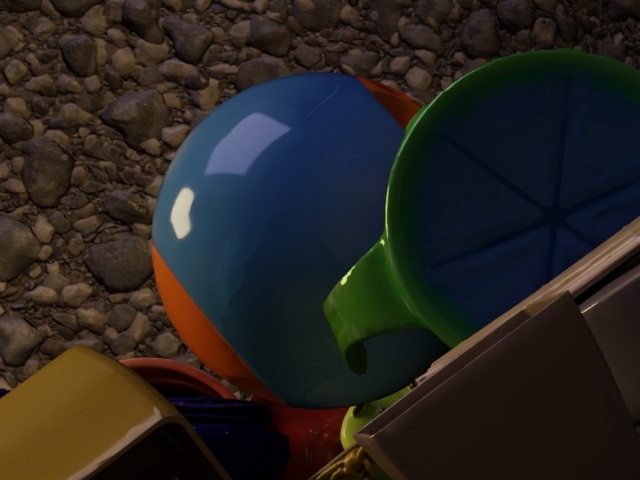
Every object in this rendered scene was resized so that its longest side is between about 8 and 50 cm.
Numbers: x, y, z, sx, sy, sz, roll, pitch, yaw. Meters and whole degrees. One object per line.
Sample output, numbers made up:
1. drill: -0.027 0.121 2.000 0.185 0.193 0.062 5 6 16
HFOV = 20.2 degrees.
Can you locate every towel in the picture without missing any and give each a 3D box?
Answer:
1. towel: -0.206 0.172 1.552 0.308 0.076 0.227 8 -13 -31

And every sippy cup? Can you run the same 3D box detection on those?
1. sippy cup: 0.167 0.004 1.307 0.224 0.305 0.240 66 -144 -77

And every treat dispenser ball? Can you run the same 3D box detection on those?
1. treat dispenser ball: 0.000 0.000 1.528 0.288 0.288 0.288 -36 -3 -2

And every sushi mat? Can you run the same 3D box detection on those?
1. sushi mat: 0.193 -0.005 1.096 0.316 0.019 0.151 -37 -4 5

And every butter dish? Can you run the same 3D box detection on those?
1. butter dish: 0.011 0.206 1.764 0.160 0.118 0.160 -23 -51 -42

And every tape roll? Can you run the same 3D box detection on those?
1. tape roll: 0.234 0.017 1.039 0.219 0.072 0.219 -36 -2 -2

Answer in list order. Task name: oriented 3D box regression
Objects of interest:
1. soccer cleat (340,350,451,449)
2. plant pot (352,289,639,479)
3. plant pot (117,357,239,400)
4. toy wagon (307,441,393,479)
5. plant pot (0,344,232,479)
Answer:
1. soccer cleat: 0.129 0.143 1.765 0.289 0.093 0.121 -38 -25 -32
2. plant pot: 0.089 0.096 0.822 0.109 0.096 0.109 -36 -2 -6
3. plant pot: -0.178 0.283 2.080 0.272 0.272 0.265 -36 -11 -1
4. toy wagon: 0.056 0.180 1.481 0.267 0.068 0.344 -37 -2 7
5. plant pot: -0.173 0.206 1.337 0.212 0.212 0.187 -37 37 -5
